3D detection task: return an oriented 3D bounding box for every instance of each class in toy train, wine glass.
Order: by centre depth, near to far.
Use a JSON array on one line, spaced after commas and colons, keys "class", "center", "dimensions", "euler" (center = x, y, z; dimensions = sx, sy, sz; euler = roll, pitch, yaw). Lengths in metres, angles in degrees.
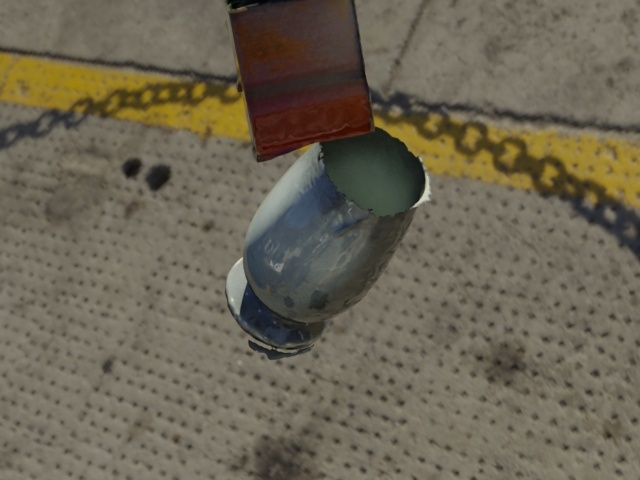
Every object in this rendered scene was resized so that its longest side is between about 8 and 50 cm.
[{"class": "toy train", "center": [-0.024, -0.119, 0.553], "dimensions": [0.074, 0.118, 0.176], "euler": [-12, 22, -5]}, {"class": "wine glass", "center": [0.000, 0.000, 0.909], "dimensions": [0.111, 0.204, 0.111], "euler": [14, 50, -17]}]
